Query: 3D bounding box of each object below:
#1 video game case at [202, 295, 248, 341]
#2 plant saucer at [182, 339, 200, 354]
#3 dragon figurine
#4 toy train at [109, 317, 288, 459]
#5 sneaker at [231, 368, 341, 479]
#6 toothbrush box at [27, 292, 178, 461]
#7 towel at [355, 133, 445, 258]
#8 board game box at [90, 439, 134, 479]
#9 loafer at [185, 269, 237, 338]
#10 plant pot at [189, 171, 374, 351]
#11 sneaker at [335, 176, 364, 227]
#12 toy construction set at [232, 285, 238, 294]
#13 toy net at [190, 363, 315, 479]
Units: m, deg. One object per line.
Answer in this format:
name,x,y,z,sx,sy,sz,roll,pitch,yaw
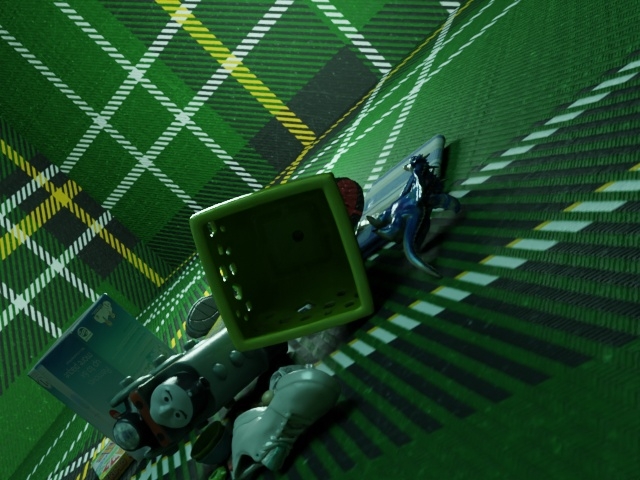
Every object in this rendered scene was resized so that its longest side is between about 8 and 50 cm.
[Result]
video game case,-0.197,0.196,1.620,0.248,0.035,0.275,-35,18,43
plant saucer,-0.341,0.307,1.786,0.119,0.021,0.119,-45,11,11
dragon figurine,0.151,-0.050,1.055,0.144,0.085,0.289,-51,13,10
toy train,-0.189,0.223,1.136,0.190,0.142,0.334,-36,-4,26
sneaker,-0.047,0.243,0.892,0.212,0.080,0.094,-46,22,38
toothbrush box,-0.397,0.281,1.407,0.216,0.295,0.126,-36,17,37
towel,0.152,-0.085,1.332,0.209,0.034,0.285,-38,17,29
board game box,-0.466,0.487,1.614,0.124,0.039,0.259,-51,10,-21
loafer,-0.266,0.179,1.833,0.267,0.096,0.084,-50,-9,-49
plant pot,-0.048,0.015,1.116,0.228,0.227,0.207,-16,11,8
sneaker,0.000,0.000,1.332,0.125,0.104,0.261,115,179,-72
toy construction set,-0.078,0.015,1.504,0.327,0.151,0.215,-53,15,-28
toy net,-0.102,0.263,1.046,0.232,0.045,0.122,-46,11,3
